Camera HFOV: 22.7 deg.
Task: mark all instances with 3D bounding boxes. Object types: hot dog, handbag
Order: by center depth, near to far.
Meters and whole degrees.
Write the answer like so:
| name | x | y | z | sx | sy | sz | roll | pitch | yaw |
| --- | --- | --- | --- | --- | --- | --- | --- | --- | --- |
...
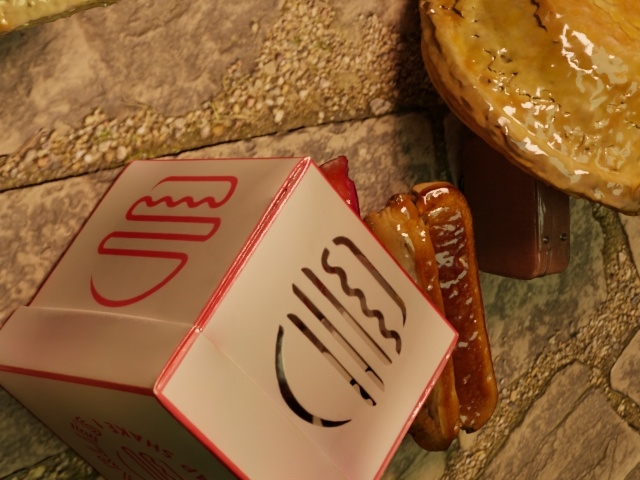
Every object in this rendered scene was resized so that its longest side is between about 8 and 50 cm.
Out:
| name | x | y | z | sx | sy | sz | roll | pitch | yaw |
| --- | --- | --- | --- | --- | --- | --- | --- | --- | --- |
| hot dog | 0.129 | 0.095 | 1.990 | 0.158 | 0.117 | 0.349 | -29 | 117 | -38 |
| handbag | 0.251 | -0.051 | 2.072 | 0.072 | 0.151 | 0.193 | -11 | 102 | -38 |

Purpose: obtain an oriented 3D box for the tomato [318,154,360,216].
| name | x | y | z | sx | sy | sz | roll | pitch | yaw |
| --- | --- | --- | --- | --- | --- | --- | --- | --- | --- |
| tomato | 0.000 | 0.000 | 1.867 | 0.173 | 0.099 | 0.189 | -95 | 179 | -56 |

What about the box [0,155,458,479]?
| name | x | y | z | sx | sy | sz | roll | pitch | yaw |
| --- | --- | --- | --- | --- | --- | --- | --- | --- | --- |
| box | -0.097 | 0.116 | 1.653 | 0.314 | 0.312 | 0.300 | 49 | 61 | -32 |

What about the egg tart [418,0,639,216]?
| name | x | y | z | sx | sy | sz | roll | pitch | yaw |
| --- | --- | --- | --- | --- | --- | --- | --- | --- | --- |
| egg tart | 0.329 | -0.242 | 2.002 | 0.443 | 0.178 | 0.443 | 19 | 46 | -21 |

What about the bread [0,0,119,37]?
| name | x | y | z | sx | sy | sz | roll | pitch | yaw |
| --- | --- | --- | --- | --- | --- | --- | --- | --- | --- |
| bread | -0.318 | -0.380 | 1.496 | 0.236 | 0.165 | 0.375 | -21 | 107 | -9 |
